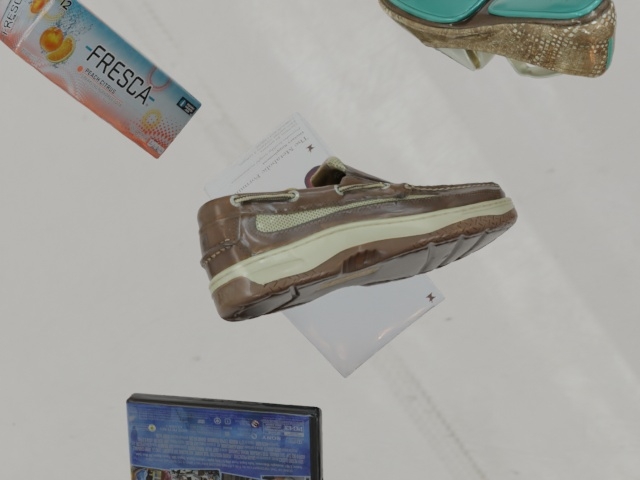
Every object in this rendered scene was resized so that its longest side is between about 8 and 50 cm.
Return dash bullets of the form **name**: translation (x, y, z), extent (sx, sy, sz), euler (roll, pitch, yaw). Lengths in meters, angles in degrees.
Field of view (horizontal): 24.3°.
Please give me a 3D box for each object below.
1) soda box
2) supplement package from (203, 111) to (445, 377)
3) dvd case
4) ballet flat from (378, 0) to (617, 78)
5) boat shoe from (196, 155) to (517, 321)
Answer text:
- **soda box**: translation (-0.177, -0.138, 1.172), extent (0.063, 0.183, 0.058), euler (-51, 50, 1)
- **supplement package**: translation (0.000, 0.000, 1.543), extent (0.139, 0.244, 0.134), euler (-40, 127, 3)
- **dvd case**: translation (-0.084, 0.265, 1.358), extent (0.180, 0.022, 0.253), euler (3, 106, 13)
- **ballet flat**: translation (0.125, -0.150, 1.076), extent (0.073, 0.206, 0.067), euler (-39, 126, -27)
- **boat shoe**: translation (0.029, -0.021, 1.068), extent (0.257, 0.095, 0.095), euler (-13, 73, -35)
